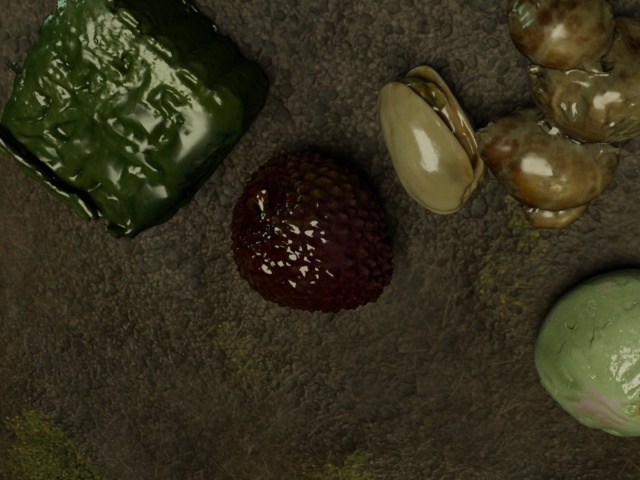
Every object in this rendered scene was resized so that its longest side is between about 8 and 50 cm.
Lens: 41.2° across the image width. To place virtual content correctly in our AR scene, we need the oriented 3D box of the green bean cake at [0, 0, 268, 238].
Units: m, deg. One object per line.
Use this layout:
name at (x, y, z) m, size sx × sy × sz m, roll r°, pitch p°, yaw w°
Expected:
green bean cake at (-0.290, -0.207, 1.284) m, size 0.335 × 0.218 × 0.319 m, roll 37°, pitch 121°, yaw -6°

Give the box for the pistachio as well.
pistachio at (0.160, -0.140, 1.233) m, size 0.144 × 0.144 × 0.215 m, roll -21°, pitch 102°, yaw 25°

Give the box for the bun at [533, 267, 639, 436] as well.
bun at (0.469, 0.194, 1.280) m, size 0.293 × 0.187 × 0.293 m, roll 8°, pitch 121°, yaw 14°

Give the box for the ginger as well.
ginger at (0.333, -0.169, 1.138) m, size 0.256 × 0.176 × 0.375 m, roll 2°, pitch 131°, yaw -9°

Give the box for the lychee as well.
lychee at (0.000, 0.000, 1.300) m, size 0.271 × 0.271 × 0.271 m, roll 7°, pitch 119°, yaw 13°
